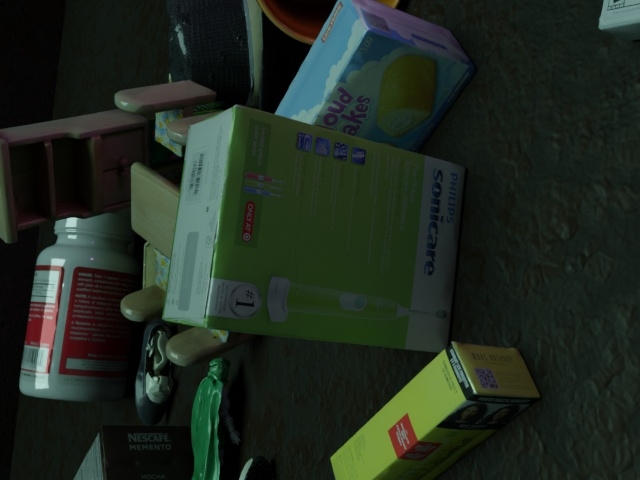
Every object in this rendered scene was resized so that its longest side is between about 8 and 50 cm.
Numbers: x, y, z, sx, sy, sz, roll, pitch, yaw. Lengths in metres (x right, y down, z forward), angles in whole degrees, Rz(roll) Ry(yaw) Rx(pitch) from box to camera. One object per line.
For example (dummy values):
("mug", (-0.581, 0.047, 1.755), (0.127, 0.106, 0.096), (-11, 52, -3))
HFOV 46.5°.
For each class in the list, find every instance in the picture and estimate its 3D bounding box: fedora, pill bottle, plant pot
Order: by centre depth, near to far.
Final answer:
("plant pot", (-0.004, -0.373, 0.999), (0.188, 0.205, 0.205), (-119, 46, -67))
("fedora", (-0.170, -0.333, 1.202), (0.334, 0.152, 0.334), (174, 90, -77))
("pill bottle", (-0.528, 0.145, 1.669), (0.229, 0.229, 0.408), (-8, 75, 58))

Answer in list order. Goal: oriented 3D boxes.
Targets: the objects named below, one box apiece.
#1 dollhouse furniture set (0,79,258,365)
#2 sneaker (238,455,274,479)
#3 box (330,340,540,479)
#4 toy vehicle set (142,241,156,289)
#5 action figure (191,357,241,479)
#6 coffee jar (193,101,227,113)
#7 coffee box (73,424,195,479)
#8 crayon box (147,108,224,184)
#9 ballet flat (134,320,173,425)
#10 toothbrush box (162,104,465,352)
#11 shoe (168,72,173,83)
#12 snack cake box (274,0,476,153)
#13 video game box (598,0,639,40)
("dollhouse furniture set", (-0.296, -0.048, 1.117), (0.394, 0.256, 0.362), (32, 128, 37))
("sneaker", (-0.113, 0.386, 1.071), (0.075, 0.057, 0.161), (3, 87, 54))
("box", (0.105, 0.188, 0.740), (0.232, 0.087, 0.058), (-52, 41, 37))
("toy vehicle set", (-0.296, 0.040, 1.500), (0.267, 0.035, 0.166), (-34, 53, 51))
("action figure", (-0.170, 0.303, 1.186), (0.137, 0.063, 0.232), (4, 88, 61))
("coffee jar", (-0.224, -0.282, 1.427), (0.184, 0.079, 0.096), (-24, 54, 53))
("coffee box", (-0.354, 0.466, 1.344), (0.297, 0.168, 0.119), (-57, 38, 32))
("crayon box", (-0.302, -0.164, 1.430), (0.278, 0.165, 0.081), (-18, 88, 56))
("ballet flat", (-0.318, 0.252, 1.445), (0.074, 0.074, 0.203), (-30, 54, 52))
("toothbrush box", (0.000, 0.000, 0.775), (0.122, 0.283, 0.206), (-4, 78, 60))
("shoe", (-0.264, -0.353, 1.523), (0.219, 0.076, 0.058), (0, 86, 61))
("snack cake box", (0.038, -0.141, 0.882), (0.264, 0.152, 0.089), (-56, 38, 35))
("video game box", (0.317, -0.257, 0.553), (0.205, 0.048, 0.187), (12, 93, 59))
